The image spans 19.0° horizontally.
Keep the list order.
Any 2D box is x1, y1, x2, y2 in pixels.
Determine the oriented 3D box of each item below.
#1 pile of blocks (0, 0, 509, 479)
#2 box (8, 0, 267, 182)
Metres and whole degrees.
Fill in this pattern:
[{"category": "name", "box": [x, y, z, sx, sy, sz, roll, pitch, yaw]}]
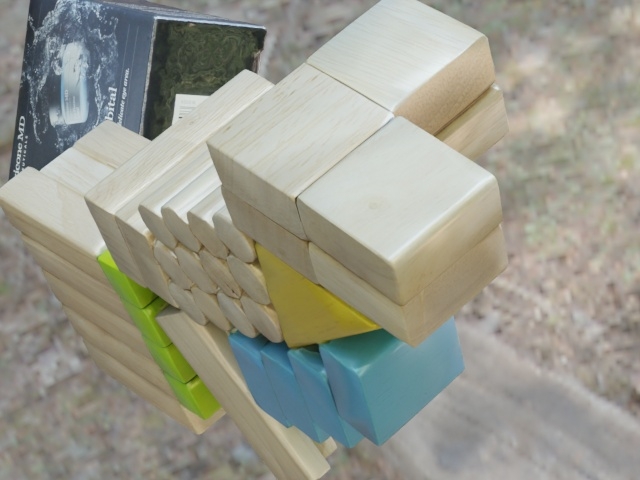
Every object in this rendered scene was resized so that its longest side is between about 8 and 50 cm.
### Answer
[{"category": "pile of blocks", "box": [0.000, 0.000, 0.709, 0.112, 0.149, 0.362, -40, 13, -20]}, {"category": "box", "box": [-0.127, -0.080, 1.280, 0.093, 0.156, 0.158, 1, 11, -39]}]
